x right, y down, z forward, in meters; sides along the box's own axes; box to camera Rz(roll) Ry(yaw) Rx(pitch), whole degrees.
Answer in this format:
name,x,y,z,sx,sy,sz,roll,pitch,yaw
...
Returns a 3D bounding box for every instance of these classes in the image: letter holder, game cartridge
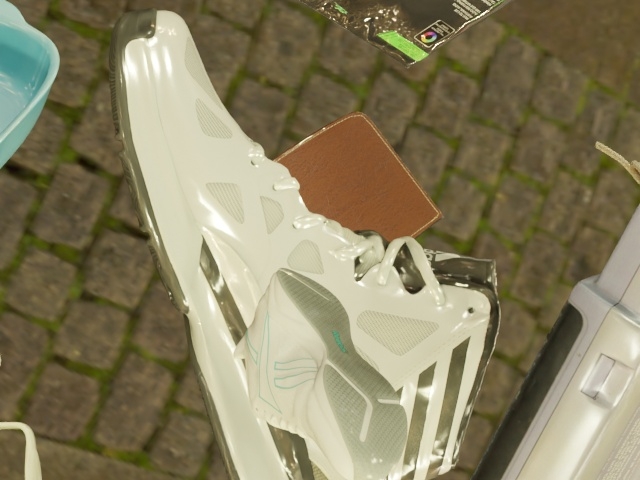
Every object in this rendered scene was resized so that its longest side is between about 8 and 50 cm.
name,x,y,z,sx,sy,sz,roll,pitch,yaw
letter holder,-0.017,-0.020,2.312,0.302,0.152,0.214,-37,91,-20
game cartridge,0.166,0.117,0.941,0.230,0.068,0.355,-9,130,-52

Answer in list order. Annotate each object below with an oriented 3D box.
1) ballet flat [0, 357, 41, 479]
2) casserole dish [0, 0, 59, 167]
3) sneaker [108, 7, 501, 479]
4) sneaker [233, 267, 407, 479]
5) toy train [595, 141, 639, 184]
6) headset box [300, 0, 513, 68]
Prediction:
name,x,y,z,sx,sy,sz,roll,pitch,yaw
ballet flat,-0.287,0.152,1.220,0.124,0.116,0.342,-25,78,-1
casserole dish,-0.185,-0.041,0.645,0.037,0.114,0.188,98,18,-45
sneaker,0.000,0.000,1.295,0.257,0.169,0.448,-18,96,2
sneaker,-0.002,0.079,0.809,0.053,0.152,0.061,25,111,-31
toy train,0.326,-0.025,1.135,0.248,0.143,0.105,42,45,2
headset box,0.088,-0.308,1.439,0.246,0.283,0.131,26,45,-45
